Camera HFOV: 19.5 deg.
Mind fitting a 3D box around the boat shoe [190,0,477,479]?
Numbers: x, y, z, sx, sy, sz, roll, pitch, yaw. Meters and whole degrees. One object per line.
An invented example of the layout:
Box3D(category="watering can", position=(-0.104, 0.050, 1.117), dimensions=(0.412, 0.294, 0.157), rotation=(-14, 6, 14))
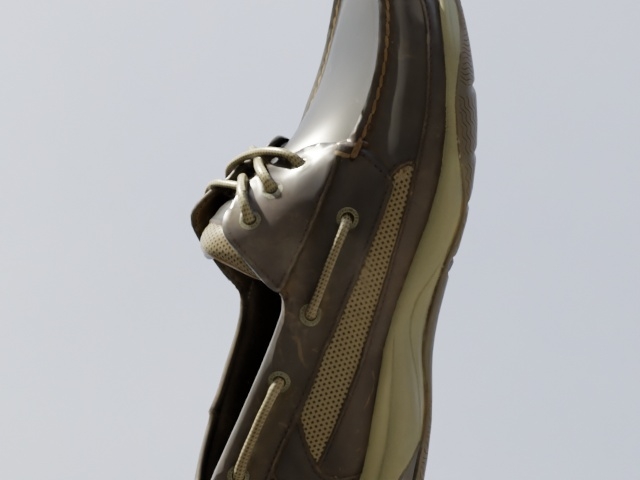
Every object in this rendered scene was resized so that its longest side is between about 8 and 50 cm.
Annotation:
Box3D(category="boat shoe", position=(0.000, 0.000, 1.027), dimensions=(0.130, 0.355, 0.132), rotation=(8, -8, -17))
